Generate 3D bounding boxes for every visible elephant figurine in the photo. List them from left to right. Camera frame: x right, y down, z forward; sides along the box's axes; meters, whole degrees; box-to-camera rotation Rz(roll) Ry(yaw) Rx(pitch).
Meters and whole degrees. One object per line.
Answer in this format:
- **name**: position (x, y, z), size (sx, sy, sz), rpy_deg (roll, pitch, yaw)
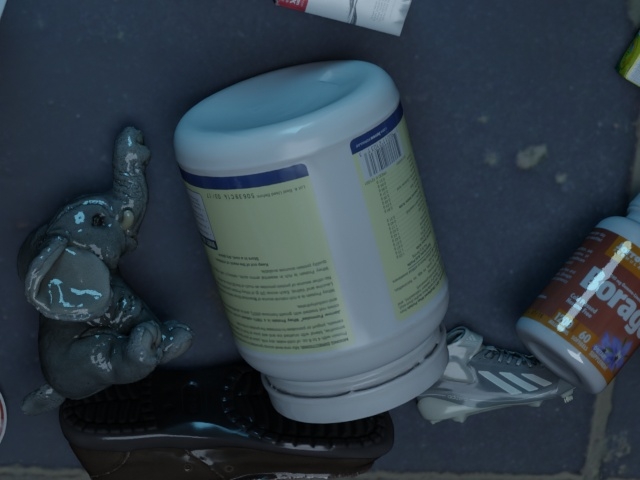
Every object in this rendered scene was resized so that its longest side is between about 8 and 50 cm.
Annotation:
- **elephant figurine**: position (-0.248, 0.032, 1.772), size (0.169, 0.186, 0.239), rpy_deg (-14, 105, 42)

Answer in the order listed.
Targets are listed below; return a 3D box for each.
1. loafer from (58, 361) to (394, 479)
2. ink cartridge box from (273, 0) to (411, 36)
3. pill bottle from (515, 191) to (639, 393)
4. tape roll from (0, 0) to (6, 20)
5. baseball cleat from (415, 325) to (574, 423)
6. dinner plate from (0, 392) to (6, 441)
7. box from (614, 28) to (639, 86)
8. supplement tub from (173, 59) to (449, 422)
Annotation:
- **loafer**: position (-0.102, 0.216, 1.872), size (0.366, 0.133, 0.130), rpy_deg (3, 132, 0)
- **ink cartridge box**: position (0.019, -0.259, 1.724), size (0.135, 0.099, 0.056), rpy_deg (13, 106, -13)
- **pill bottle**: position (0.324, 0.053, 1.857), size (0.121, 0.121, 0.216), rpy_deg (43, 80, -20)
- **tape roll**: position (-0.376, -0.173, 1.590), size (0.100, 0.286, 0.286), rpy_deg (22, 104, -16)
- **baseball cleat**: position (0.205, 0.143, 1.912), size (0.206, 0.072, 0.109), rpy_deg (-15, 104, -8)
- **dinner plate**: position (-0.417, 0.194, 1.855), size (0.141, 0.017, 0.141), rpy_deg (-3, 110, -8)
- **box**: position (0.412, -0.234, 1.829), size (0.105, 0.043, 0.179), rpy_deg (28, 105, -17)
- **supplement tub**: position (0.000, 0.000, 1.739), size (0.235, 0.235, 0.324), rpy_deg (-17, 111, -3)
